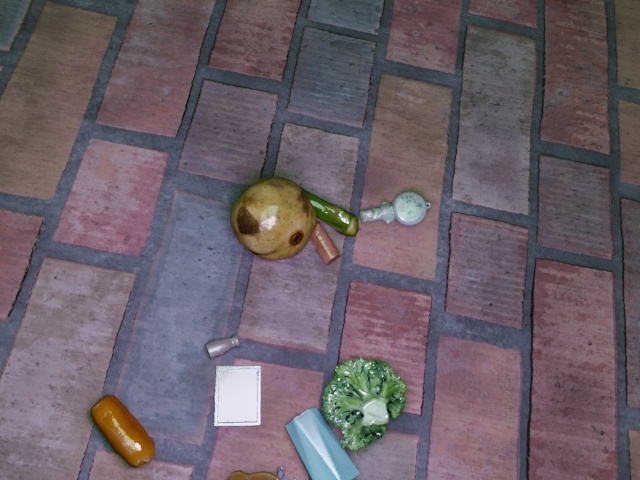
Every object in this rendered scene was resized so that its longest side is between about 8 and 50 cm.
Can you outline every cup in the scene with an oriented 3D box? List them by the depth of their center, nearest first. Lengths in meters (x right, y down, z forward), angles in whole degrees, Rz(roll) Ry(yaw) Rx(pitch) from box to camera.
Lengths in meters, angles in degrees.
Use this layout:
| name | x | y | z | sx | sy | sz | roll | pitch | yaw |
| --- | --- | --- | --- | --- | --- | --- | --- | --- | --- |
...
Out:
| name | x | y | z | sx | sy | sz | roll | pitch | yaw |
| --- | --- | --- | --- | --- | --- | --- | --- | --- | --- |
| cup | -0.006 | 0.628 | 1.696 | 0.148 | 0.134 | 0.236 | -13 | 61 | -47 |

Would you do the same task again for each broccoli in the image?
| name | x | y | z | sx | sy | sz | roll | pitch | yaw |
| --- | --- | --- | --- | --- | --- | --- | --- | --- | --- |
| broccoli | 0.137 | 0.484 | 1.711 | 0.269 | 0.241 | 0.261 | -9 | 85 | -6 |

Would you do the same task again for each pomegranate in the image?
| name | x | y | z | sx | sy | sz | roll | pitch | yaw |
| --- | --- | --- | --- | --- | --- | --- | --- | --- | --- |
| pomegranate | -0.151 | -0.073 | 1.848 | 0.281 | 0.281 | 0.281 | 3 | 70 | -7 |

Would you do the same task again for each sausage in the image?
| name | x | y | z | sx | sy | sz | roll | pitch | yaw |
| --- | --- | --- | --- | --- | --- | --- | --- | --- | --- |
| sausage | -0.576 | 0.557 | 1.661 | 0.098 | 0.098 | 0.238 | -40 | 79 | -19 |
| sausage | 0.001 | 0.000 | 1.961 | 0.065 | 0.065 | 0.169 | -28 | 75 | -16 |

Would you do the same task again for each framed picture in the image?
| name | x | y | z | sx | sy | sz | roll | pitch | yaw |
| --- | --- | --- | --- | --- | --- | --- | --- | --- | --- |
| framed picture | -0.257 | 0.482 | 1.774 | 0.142 | 0.011 | 0.183 | 1 | 70 | -8 |

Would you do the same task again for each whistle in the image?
| name | x | y | z | sx | sy | sz | roll | pitch | yaw |
| --- | --- | --- | --- | --- | --- | --- | --- | --- | --- |
| whistle | 0.268 | -0.103 | 2.034 | 0.258 | 0.067 | 0.126 | -10 | 78 | -7 |

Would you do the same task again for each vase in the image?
| name | x | y | z | sx | sy | sz | roll | pitch | yaw |
| --- | --- | --- | --- | --- | --- | --- | --- | --- | --- |
| vase | -0.308 | 0.333 | 1.799 | 0.100 | 0.053 | 0.053 | -18 | 74 | -18 |

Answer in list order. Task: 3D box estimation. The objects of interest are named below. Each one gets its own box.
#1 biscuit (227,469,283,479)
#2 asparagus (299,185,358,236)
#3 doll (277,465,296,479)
| name | x | y | z | sx | sy | sz | roll | pitch | yaw |
| --- | --- | --- | --- | --- | --- | --- | --- | --- | --- |
| biscuit | -0.177 | 0.750 | 1.633 | 0.208 | 0.049 | 0.181 | -9 | 80 | 16 |
| asparagus | -0.015 | -0.118 | 1.991 | 0.343 | 0.085 | 0.082 | 30 | 93 | 1 |
| doll | -0.118 | 0.763 | 1.666 | 0.104 | 0.062 | 0.195 | -11 | 72 | 34 |
